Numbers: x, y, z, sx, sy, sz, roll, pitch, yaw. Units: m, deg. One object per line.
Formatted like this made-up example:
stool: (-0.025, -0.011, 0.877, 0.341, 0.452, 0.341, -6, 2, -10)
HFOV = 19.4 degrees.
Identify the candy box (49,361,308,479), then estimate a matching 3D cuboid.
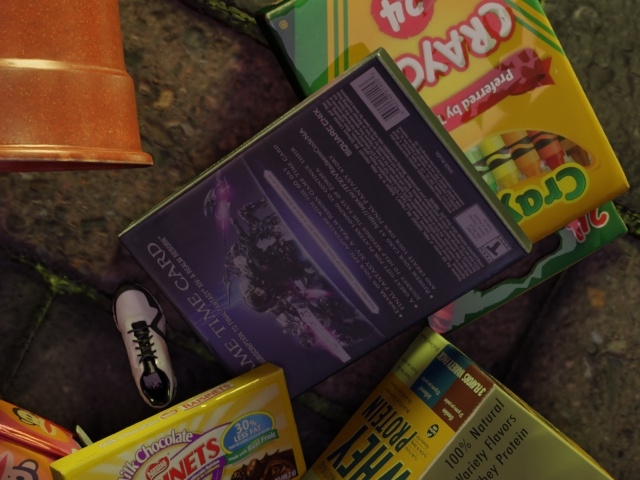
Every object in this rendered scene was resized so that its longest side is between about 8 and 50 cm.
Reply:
candy box: (-0.108, 0.183, 1.479, 0.206, 0.027, 0.105, -24, 111, -27)

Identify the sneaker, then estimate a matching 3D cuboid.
sneaker: (-0.140, 0.086, 1.521, 0.040, 0.044, 0.109, -19, 99, -4)

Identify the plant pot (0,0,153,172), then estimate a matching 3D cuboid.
plant pot: (-0.261, -0.184, 1.364, 0.272, 0.272, 0.265, -1, 91, -9)

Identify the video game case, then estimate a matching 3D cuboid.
video game case: (0.000, 0.000, 1.477, 0.274, 0.026, 0.196, -33, 102, 25)

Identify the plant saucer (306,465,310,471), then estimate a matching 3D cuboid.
plant saucer: (-0.074, 0.267, 1.561, 0.198, 0.036, 0.199, -1, 98, -8)

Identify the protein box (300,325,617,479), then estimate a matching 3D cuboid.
protein box: (0.116, 0.219, 1.510, 0.201, 0.136, 0.200, 39, 91, -27)

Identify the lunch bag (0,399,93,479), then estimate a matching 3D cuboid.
lunch bag: (-0.297, 0.267, 1.483, 0.258, 0.120, 0.293, 24, 94, -12)

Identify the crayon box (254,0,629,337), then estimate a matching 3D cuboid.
crayon box: (0.111, -0.091, 1.514, 0.202, 0.081, 0.319, -30, 102, -4)
